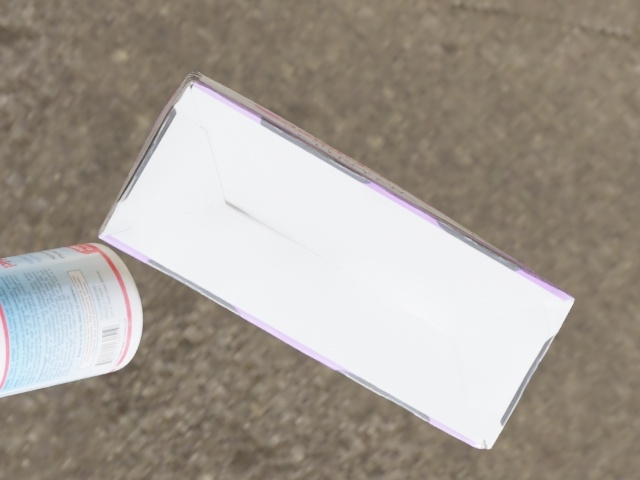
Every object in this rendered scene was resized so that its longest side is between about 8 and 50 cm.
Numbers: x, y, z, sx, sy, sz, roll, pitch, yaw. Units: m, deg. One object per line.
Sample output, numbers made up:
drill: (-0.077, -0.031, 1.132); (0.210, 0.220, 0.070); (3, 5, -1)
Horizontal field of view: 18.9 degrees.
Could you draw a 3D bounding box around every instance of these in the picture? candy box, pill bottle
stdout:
candy box: (0.000, 0.000, 0.789); (0.165, 0.196, 0.070); (30, 93, -7)
pill bottle: (-0.200, 0.054, 1.220); (0.160, 0.087, 0.087); (-10, 67, -41)
